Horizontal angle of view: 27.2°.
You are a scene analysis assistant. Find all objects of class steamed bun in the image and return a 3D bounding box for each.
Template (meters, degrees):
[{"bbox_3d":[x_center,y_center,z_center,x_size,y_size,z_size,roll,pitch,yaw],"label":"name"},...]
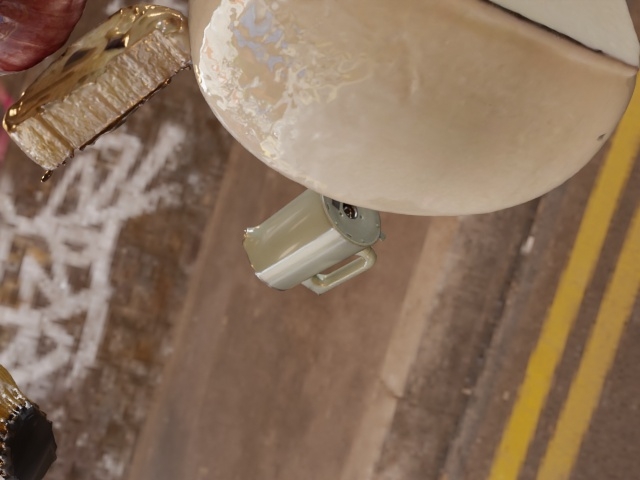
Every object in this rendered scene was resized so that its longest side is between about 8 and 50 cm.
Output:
[{"bbox_3d":[0.036,-0.115,0.723,0.164,0.241,0.146,-51,29,41],"label":"steamed bun"}]

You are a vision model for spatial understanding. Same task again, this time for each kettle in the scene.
[{"bbox_3d":[-0.003,-0.006,1.586,0.148,0.127,0.098,-33,66,38],"label":"kettle"}]

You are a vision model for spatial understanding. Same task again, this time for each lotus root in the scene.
[{"bbox_3d":[-0.238,-0.184,1.464,0.260,0.074,0.170,-36,28,16],"label":"lotus root"}]

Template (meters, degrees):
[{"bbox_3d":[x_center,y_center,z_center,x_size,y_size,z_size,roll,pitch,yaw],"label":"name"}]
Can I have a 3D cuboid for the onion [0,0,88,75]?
[{"bbox_3d":[-0.408,-0.337,1.405,0.285,0.347,0.348,-22,-42,-61],"label":"onion"}]

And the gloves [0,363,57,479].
[{"bbox_3d":[-0.496,0.207,1.712,0.155,0.356,0.203,-41,-38,-26],"label":"gloves"}]
